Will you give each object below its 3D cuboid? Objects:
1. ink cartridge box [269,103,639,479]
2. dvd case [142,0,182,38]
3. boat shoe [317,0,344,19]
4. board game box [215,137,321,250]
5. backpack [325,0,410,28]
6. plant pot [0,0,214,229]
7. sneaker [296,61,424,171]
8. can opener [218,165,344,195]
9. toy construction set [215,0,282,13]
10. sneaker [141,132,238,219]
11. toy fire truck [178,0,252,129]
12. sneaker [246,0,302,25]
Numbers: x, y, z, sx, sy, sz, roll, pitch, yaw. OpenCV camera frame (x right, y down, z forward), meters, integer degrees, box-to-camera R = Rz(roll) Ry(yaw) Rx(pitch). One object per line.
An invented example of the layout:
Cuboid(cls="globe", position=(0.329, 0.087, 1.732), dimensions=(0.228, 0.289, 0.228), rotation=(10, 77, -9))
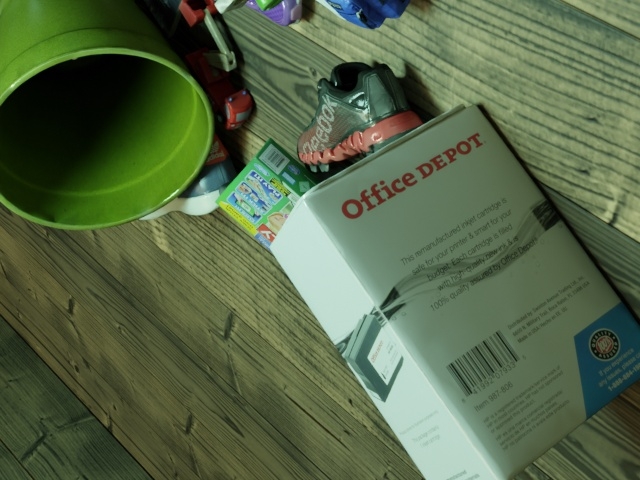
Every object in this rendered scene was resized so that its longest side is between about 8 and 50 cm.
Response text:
Cuboid(cls="ink cartridge box", position=(0.170, 0.073, 1.454), dimensions=(0.395, 0.285, 0.166), rotation=(56, 152, 9))
Cuboid(cls="dvd case", position=(-0.263, -0.452, 1.940), dimensions=(0.165, 0.018, 0.221), rotation=(56, 152, 9))
Cuboid(cls="boat shoe", position=(-0.038, -0.374, 1.581), dimensions=(0.258, 0.084, 0.095), rotation=(48, 149, 22))
Cuboid(cls="board game box", position=(0.000, 0.000, 1.803), dimensions=(0.317, 0.046, 0.213), rotation=(41, 153, -5))
Cuboid(cls="backpack", position=(0.048, -0.320, 1.440), dimensions=(0.098, 0.101, 0.120), rotation=(24, 170, 40))
Cuboid(cls="plant pot", position=(-0.393, -0.270, 1.975), dimensions=(0.367, 0.366, 0.353), rotation=(94, 160, -46))
Cuboid(cls="sneaker", position=(0.039, -0.172, 1.638), dimensions=(0.276, 0.097, 0.135), rotation=(-11, 100, 64))
Cuboid(cls="can opener", position=(-0.055, -0.071, 1.896), dimensions=(0.280, 0.093, 0.074), rotation=(-1, 115, 53))
Cuboid(cls="toy construction set", position=(-0.049, -0.398, 1.383), dimensions=(0.237, 0.308, 0.257), rotation=(58, -164, 12))
Cuboid(cls="sneaker", position=(-0.258, -0.126, 2.141), dimensions=(0.350, 0.131, 0.148), rotation=(-4, 106, 53))
Cuboid(cls="toy fire truck", position=(-0.165, -0.284, 1.908), dimensions=(0.192, 0.047, 0.135), rotation=(56, 152, 8))
Cuboid(cls="sneaker", position=(-0.123, -0.372, 1.700), dimensions=(0.236, 0.104, 0.095), rotation=(43, 146, 26))
